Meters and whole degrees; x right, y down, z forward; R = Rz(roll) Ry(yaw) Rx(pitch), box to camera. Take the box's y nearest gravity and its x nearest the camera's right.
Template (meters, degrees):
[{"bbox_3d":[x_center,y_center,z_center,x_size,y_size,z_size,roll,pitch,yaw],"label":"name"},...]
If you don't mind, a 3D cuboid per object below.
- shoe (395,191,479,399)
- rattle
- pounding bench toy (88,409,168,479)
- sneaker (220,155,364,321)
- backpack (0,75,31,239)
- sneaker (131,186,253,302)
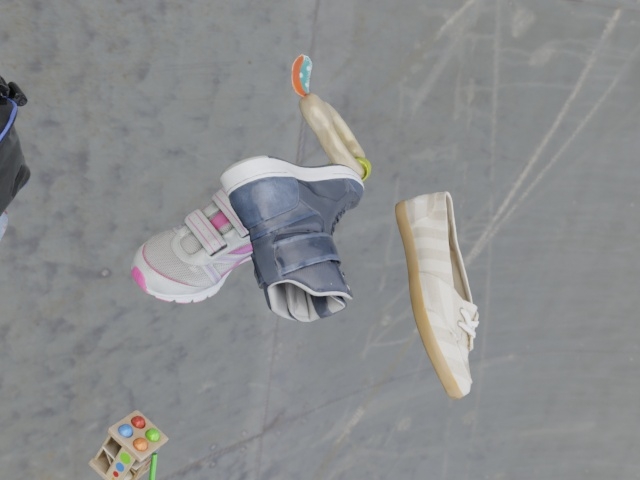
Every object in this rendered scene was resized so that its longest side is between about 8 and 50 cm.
[{"bbox_3d":[0.125,0.047,0.627,0.058,0.219,0.076,-18,154,19],"label":"shoe"},{"bbox_3d":[-0.026,-0.149,0.892,0.200,0.142,0.130,45,39,-33],"label":"rattle"},{"bbox_3d":[-0.204,0.246,0.704,0.065,0.083,0.052,-56,169,20],"label":"pounding bench toy"},{"bbox_3d":[-0.002,0.001,0.668,0.086,0.164,0.226,-30,167,31],"label":"sneaker"},{"bbox_3d":[-0.465,-0.052,0.637,0.263,0.277,0.213,10,125,-9],"label":"backpack"},{"bbox_3d":[-0.119,-0.015,0.769,0.252,0.103,0.111,-29,155,-40],"label":"sneaker"}]
